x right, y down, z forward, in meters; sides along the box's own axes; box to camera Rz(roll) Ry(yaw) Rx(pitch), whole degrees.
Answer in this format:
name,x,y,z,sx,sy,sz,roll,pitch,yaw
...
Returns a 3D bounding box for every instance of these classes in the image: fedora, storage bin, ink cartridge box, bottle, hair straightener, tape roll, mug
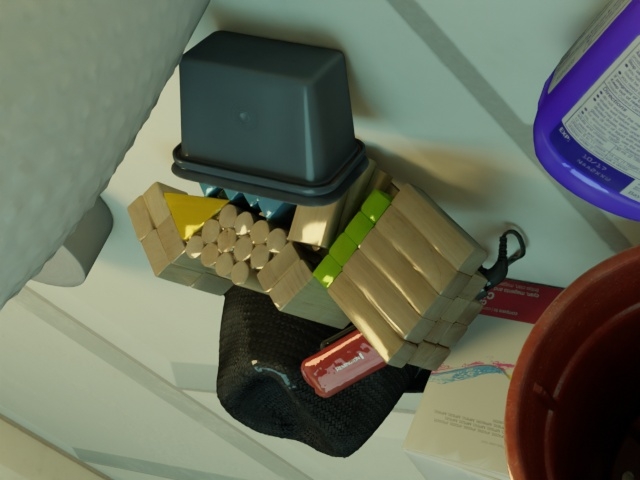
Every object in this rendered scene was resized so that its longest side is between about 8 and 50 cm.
name,x,y,z,sx,sy,sz,roll,pitch,yaw
fedora,-0.008,0.121,1.152,0.334,0.152,0.334,20,157,9
storage bin,-0.035,-0.094,0.812,0.135,0.098,0.091,15,128,23
ink cartridge box,0.171,0.143,0.993,0.127,0.176,0.128,10,153,30
bottle,0.203,-0.099,0.550,0.118,0.092,0.283,25,157,-3
hair straightener,0.084,0.053,0.971,0.230,0.089,0.047,-39,91,31
tape roll,-0.338,-0.035,1.240,0.219,0.072,0.219,20,156,10
mug,-0.262,-0.123,0.650,0.276,0.328,0.374,13,155,24

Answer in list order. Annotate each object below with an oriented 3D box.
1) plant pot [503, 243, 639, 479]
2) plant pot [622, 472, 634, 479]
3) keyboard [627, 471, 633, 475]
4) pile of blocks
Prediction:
name,x,y,z,sx,sy,sz,roll,pitch,yaw
plant pot,0.298,0.169,0.853,0.272,0.272,0.265,12,162,26
plant pot,0.292,0.341,1.240,0.263,0.263,0.229,-1,133,45
keyboard,0.250,0.207,1.241,0.072,0.014,0.256,-2,150,47
pile of blocks,0.000,0.000,0.945,0.362,0.149,0.113,16,177,40
